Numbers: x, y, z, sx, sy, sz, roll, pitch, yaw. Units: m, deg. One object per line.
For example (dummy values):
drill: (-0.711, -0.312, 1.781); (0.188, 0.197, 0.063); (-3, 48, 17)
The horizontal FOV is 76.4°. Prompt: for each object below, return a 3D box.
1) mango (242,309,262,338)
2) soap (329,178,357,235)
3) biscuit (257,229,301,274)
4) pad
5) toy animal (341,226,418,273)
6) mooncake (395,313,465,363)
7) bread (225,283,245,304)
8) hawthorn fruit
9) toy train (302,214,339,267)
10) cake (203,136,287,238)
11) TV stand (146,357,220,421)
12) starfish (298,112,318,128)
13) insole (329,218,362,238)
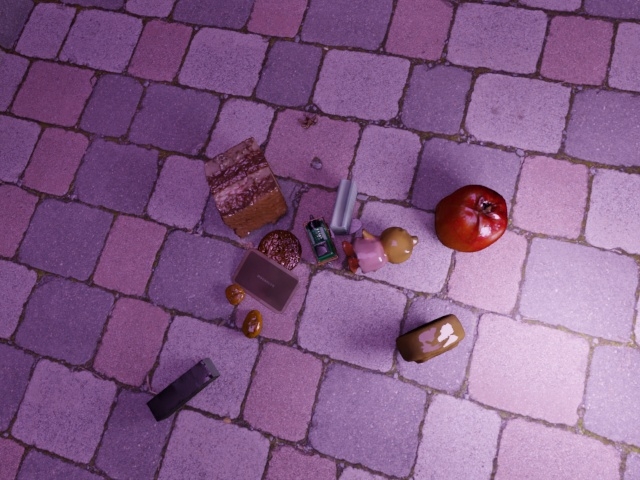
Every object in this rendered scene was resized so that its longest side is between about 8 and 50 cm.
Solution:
mango: (-0.268, 0.329, 1.605); (0.078, 0.057, 0.114); (2, 69, 12)
soap: (0.094, -0.132, 1.620); (0.066, 0.119, 0.198); (11, 76, 11)
biscuit: (-0.170, 0.047, 1.669); (0.187, 0.027, 0.188); (-1, 77, 6)
pad: (-0.223, 0.162, 1.646); (0.266, 0.002, 0.176); (31, 94, 13)
toy animal: (0.233, 0.031, 1.550); (0.281, 0.169, 0.196); (-20, 118, -2)
mooncake: (0.389, 0.342, 1.412); (0.234, 0.235, 0.117); (-22, 75, 2)
bread: (-0.344, 0.219, 1.642); (0.080, 0.046, 0.083); (-5, 82, 13)
hawthorn fruit: (0.545, -0.089, 1.463); (0.253, 0.300, 0.254); (-1, 76, 4)
toy train: (0.000, 0.000, 1.595); (0.091, 0.136, 0.228); (-21, 84, 5)
cake: (-0.296, -0.208, 1.614); (0.255, 0.282, 0.290); (-28, 73, -2)
TV stand: (-0.526, 0.572, 1.571); (0.269, 0.083, 0.088); (-39, 74, -3)
starfish: (-0.055, -0.524, 1.782); (0.091, 0.028, 0.078); (7, 73, 12)
insole: (0.077, -0.043, 1.666); (0.193, 0.006, 0.065); (-20, 76, 3)
